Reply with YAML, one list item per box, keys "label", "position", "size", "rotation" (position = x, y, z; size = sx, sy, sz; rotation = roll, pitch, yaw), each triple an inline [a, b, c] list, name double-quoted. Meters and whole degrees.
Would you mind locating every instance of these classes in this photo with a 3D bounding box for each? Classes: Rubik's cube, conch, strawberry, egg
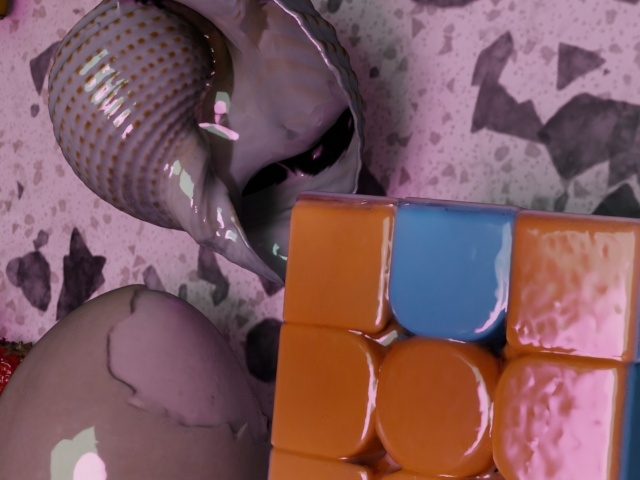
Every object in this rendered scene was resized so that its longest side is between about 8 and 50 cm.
- label: "Rubik's cube"
  position: [0.156, 0.124, 1.026]
  size: [0.291, 0.290, 0.291]
  rotation: [4, 88, 34]
- label: "conch"
  position: [-0.090, -0.129, 1.262]
  size: [0.319, 0.215, 0.303]
  rotation: [44, 120, -6]
- label: "strawberry"
  position: [-0.349, 0.155, 1.497]
  size: [0.073, 0.073, 0.083]
  rotation: [25, 110, 32]
- label: "egg"
  position: [-0.182, 0.211, 1.254]
  size: [0.278, 0.278, 0.336]
  rotation: [17, 99, 33]

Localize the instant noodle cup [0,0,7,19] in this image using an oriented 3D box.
- label: "instant noodle cup"
  position: [-0.441, -0.328, 1.536]
  size: [0.182, 0.182, 0.144]
  rotation: [4, 98, 34]
